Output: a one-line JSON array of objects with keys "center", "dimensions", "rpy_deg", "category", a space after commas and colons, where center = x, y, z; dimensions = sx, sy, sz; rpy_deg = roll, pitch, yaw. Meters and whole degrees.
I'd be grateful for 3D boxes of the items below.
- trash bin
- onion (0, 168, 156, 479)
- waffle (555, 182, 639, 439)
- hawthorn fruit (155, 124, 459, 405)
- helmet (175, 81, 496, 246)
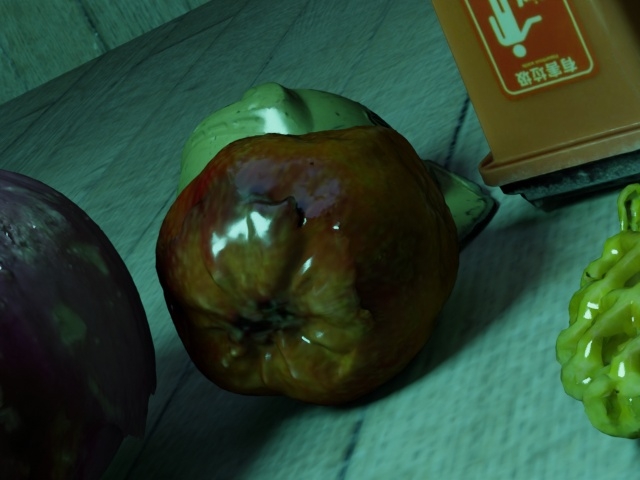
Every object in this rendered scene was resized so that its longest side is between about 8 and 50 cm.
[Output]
[{"center": [0.160, -0.165, 1.058], "dimensions": [0.161, 0.238, 0.184], "rpy_deg": [-15, 20, 42], "category": "trash bin"}, {"center": [-0.287, 0.091, 0.935], "dimensions": [0.358, 0.345, 0.358], "rpy_deg": [-59, -1, -2], "category": "onion"}, {"center": [0.230, -0.004, 0.780], "dimensions": [0.291, 0.051, 0.291], "rpy_deg": [-29, 14, 8], "category": "waffle"}, {"center": [-0.003, 0.005, 0.963], "dimensions": [0.179, 0.173, 0.173], "rpy_deg": [-38, 18, -27], "category": "hawthorn fruit"}, {"center": [-0.018, -0.041, 1.166], "dimensions": [0.204, 0.137, 0.257], "rpy_deg": [-38, 18, -29], "category": "helmet"}]
